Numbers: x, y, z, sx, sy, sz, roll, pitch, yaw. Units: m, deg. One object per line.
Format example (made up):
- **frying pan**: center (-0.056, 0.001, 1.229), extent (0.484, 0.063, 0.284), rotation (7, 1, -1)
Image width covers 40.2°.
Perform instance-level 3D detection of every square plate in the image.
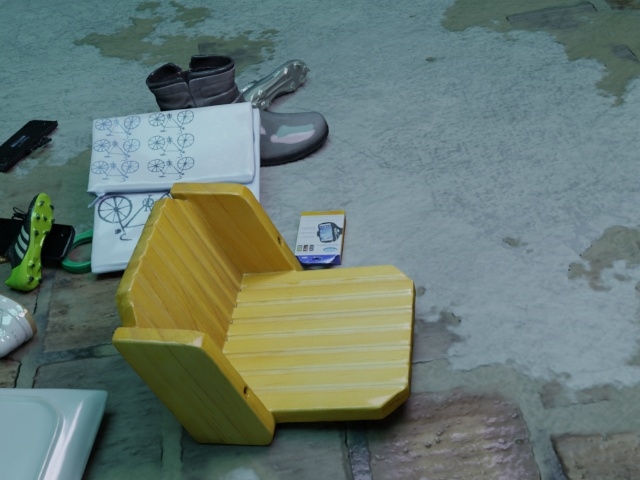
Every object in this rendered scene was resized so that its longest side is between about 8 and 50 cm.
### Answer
- **square plate**: center (-0.499, 0.334, 1.185), extent (0.344, 0.049, 0.347), rotation (1, 47, 8)

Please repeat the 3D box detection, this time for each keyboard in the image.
- **keyboard**: center (-0.641, -0.207, 1.902), extent (0.108, 0.023, 0.180), rotation (6, 42, 26)
- **keyboard**: center (-0.533, -0.007, 1.621), extent (0.192, 0.038, 0.100), rotation (7, 64, 19)

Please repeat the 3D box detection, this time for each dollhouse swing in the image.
- **dollhouse swing**: center (-0.060, 0.078, 1.273), extent (0.305, 0.315, 0.346), rotation (-17, 35, 22)

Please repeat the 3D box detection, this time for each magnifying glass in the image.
- **magnifying glass**: center (-0.388, -0.016, 1.632), extent (0.092, 0.026, 0.231), rotation (21, 50, 31)

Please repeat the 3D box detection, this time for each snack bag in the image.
- **snack bag**: center (-0.269, -0.098, 1.598), extent (0.323, 0.037, 0.342), rotation (-4, 61, 2)

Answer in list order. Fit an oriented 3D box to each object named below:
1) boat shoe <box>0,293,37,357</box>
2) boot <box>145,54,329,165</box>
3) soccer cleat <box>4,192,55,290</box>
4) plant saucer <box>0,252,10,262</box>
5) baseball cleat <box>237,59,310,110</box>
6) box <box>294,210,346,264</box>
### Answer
- **boat shoe**: center (-0.603, 0.117, 1.449), extent (0.277, 0.098, 0.096), rotation (17, 45, 25)
- **boot**: center (-0.157, -0.261, 1.724), extent (0.338, 0.222, 0.118), rotation (-11, 39, -3)
- **soccer cleat**: center (-0.521, 0.001, 1.554), extent (0.072, 0.060, 0.178), rotation (1, 75, 22)
- **plant saucer**: center (-0.593, 0.011, 1.639), extent (0.084, 0.013, 0.083), rotation (-5, 41, 4)
- **baseball cleat**: center (-0.120, -0.349, 1.943), extent (0.109, 0.072, 0.206), rotation (16, 41, 36)
- **box**: center (0.000, 0.000, 1.541), extent (0.081, 0.028, 0.136), rotation (-1, 43, 8)
